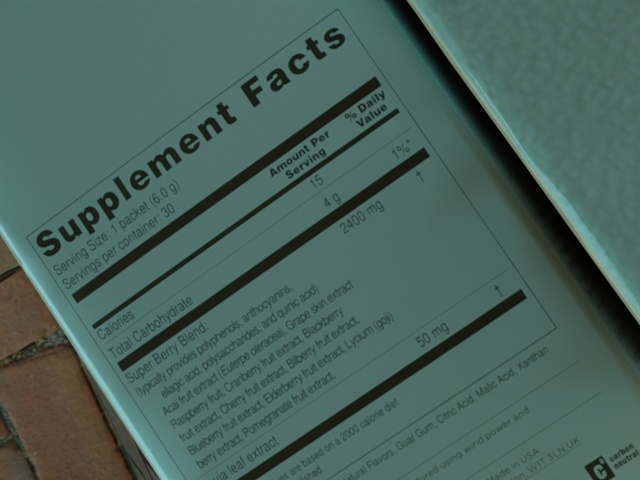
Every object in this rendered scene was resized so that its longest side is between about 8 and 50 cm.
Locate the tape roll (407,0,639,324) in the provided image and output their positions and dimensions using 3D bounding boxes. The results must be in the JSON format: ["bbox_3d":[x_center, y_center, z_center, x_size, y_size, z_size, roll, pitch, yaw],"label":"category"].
[{"bbox_3d":[0.106,-0.019,0.500,0.392,0.072,0.392,53,-172,-11],"label":"tape roll"}]

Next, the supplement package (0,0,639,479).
[{"bbox_3d":[0.000,0.000,0.702,0.293,0.175,0.177,56,-167,5],"label":"supplement package"}]
